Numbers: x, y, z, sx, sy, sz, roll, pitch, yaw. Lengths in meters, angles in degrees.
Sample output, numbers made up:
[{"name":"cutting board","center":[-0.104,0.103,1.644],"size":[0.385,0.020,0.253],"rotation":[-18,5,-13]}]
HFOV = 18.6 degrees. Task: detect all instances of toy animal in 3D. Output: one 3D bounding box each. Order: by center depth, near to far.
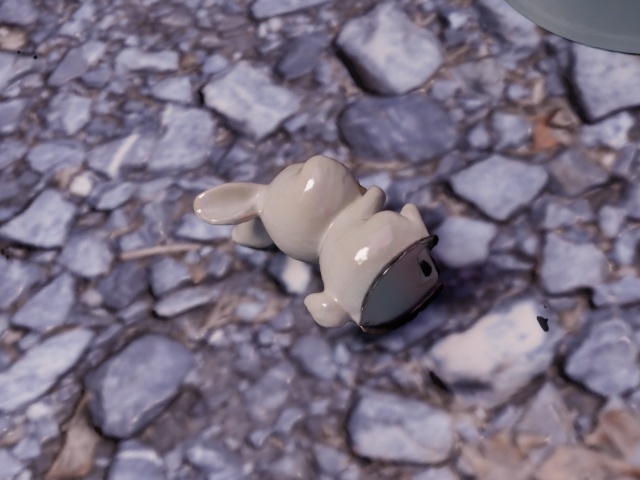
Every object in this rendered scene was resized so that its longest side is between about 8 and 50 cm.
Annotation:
[{"name":"toy animal","center":[0.005,-0.005,1.071],"size":[0.085,0.071,0.124],"rotation":[-47,63,2]}]

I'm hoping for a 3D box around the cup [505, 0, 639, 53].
[{"name":"cup","center":[0.223,-0.305,1.081],"size":[0.331,0.311,0.256],"rotation":[-7,53,10]}]
